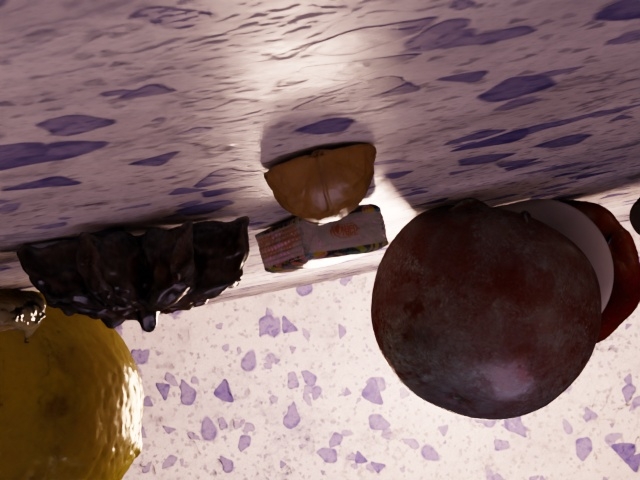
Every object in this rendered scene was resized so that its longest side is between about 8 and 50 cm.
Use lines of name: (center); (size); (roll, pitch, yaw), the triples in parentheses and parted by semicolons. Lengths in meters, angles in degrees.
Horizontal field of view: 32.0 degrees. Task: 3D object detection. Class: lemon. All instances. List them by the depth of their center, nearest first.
lemon: (-0.411, 0.242, 1.534); (0.350, 0.349, 0.387); (-12, 166, 7)

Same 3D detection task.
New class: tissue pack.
tissue pack: (0.000, 0.000, 1.328); (0.109, 0.060, 0.148); (-10, 176, -24)

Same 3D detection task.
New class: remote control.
remote control: (0.284, 0.057, 1.718); (0.332, 0.221, 0.103); (-12, -179, 24)

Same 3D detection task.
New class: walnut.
walnut: (0.005, -0.041, 0.882); (0.091, 0.052, 0.121); (-14, 178, -1)

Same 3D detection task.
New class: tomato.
tomato: (0.223, 0.093, 1.527); (0.317, 0.282, 0.316); (15, 155, 7)

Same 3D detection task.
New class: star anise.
star anise: (-0.174, 0.037, 1.116); (0.223, 0.109, 0.236); (-13, 177, -6)

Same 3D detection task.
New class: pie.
pie: (-0.404, 0.071, 1.083); (0.274, 0.055, 0.274); (0, 173, 0)

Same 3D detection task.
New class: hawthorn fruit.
hawthorn fruit: (0.425, 0.039, 1.835); (0.254, 0.254, 0.300); (-10, 160, -17)

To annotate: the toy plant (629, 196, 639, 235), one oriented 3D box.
toy plant: (0.549, -0.061, 1.688); (0.200, 0.105, 0.143); (-22, -169, -37)
